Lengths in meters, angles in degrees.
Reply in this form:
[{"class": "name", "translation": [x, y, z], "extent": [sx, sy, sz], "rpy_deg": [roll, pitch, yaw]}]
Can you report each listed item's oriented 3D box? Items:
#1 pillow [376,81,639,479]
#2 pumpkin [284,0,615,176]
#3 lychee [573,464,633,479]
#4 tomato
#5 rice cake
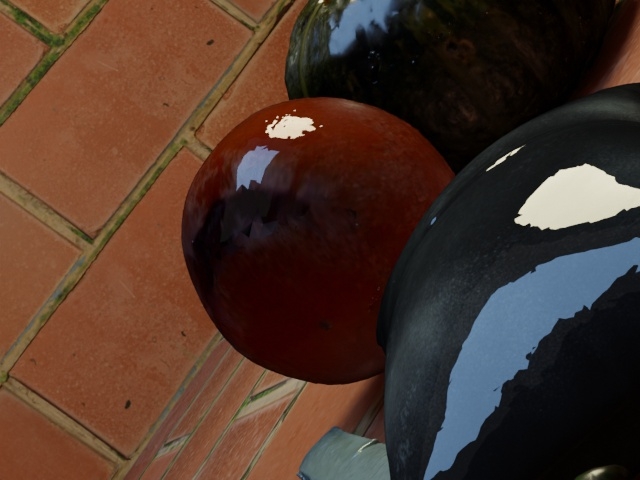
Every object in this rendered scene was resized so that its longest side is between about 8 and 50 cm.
[{"class": "pillow", "translation": [0.091, 0.021, 0.458], "extent": [0.186, 0.106, 0.250], "rpy_deg": [-45, 9, 12]}, {"class": "pumpkin", "translation": [0.108, -0.184, 1.006], "extent": [0.320, 0.192, 0.320], "rpy_deg": [-33, 21, 14]}, {"class": "lychee", "translation": [0.037, 0.119, 0.271], "extent": [0.114, 0.114, 0.146], "rpy_deg": [-82, 10, -79]}, {"class": "tomato", "translation": [0.000, 0.000, 0.834], "extent": [0.208, 0.208, 0.184], "rpy_deg": [-52, -14, 20]}, {"class": "rice cake", "translation": [0.030, 0.130, 0.627], "extent": [0.045, 0.042, 0.245], "rpy_deg": [-43, 4, -12]}]
